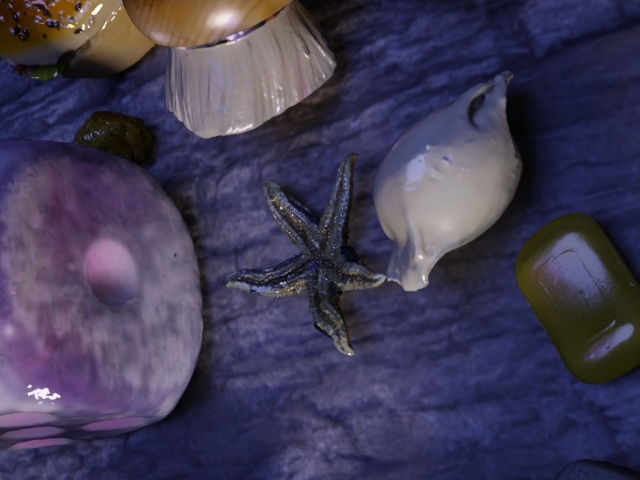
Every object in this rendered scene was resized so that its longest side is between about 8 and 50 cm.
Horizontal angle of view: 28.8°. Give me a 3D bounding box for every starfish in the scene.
[{"bbox_3d":[0.000,0.000,1.169,0.208,0.053,0.176,34,106,39],"label":"starfish"}]

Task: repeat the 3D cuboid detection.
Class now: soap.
[{"bbox_3d":[0.212,0.046,0.994,0.089,0.045,0.140,-43,60,29],"label":"soap"}]

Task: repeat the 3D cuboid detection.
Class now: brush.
[{"bbox_3d":[-0.051,-0.234,1.189,0.266,0.166,0.174,-36,35,-17],"label":"brush"}]

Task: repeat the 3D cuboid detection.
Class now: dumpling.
[{"bbox_3d":[0.104,-0.055,1.071,0.181,0.111,0.155,-41,11,-15],"label":"dumpling"}]

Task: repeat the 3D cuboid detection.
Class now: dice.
[{"bbox_3d":[-0.301,0.064,1.266,0.271,0.270,0.270,-19,70,36],"label":"dice"}]

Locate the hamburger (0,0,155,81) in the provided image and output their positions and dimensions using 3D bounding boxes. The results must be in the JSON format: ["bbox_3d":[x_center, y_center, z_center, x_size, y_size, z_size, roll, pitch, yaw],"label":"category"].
[{"bbox_3d":[-0.285,-0.314,1.376,0.300,0.176,0.300,-9,76,38],"label":"hamburger"}]

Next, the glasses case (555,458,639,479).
[{"bbox_3d":[0.196,0.331,0.944,0.131,0.074,0.323,23,98,40],"label":"glasses case"}]

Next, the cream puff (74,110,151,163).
[{"bbox_3d":[-0.228,-0.110,1.367,0.083,0.083,0.058,0,112,1],"label":"cream puff"}]
